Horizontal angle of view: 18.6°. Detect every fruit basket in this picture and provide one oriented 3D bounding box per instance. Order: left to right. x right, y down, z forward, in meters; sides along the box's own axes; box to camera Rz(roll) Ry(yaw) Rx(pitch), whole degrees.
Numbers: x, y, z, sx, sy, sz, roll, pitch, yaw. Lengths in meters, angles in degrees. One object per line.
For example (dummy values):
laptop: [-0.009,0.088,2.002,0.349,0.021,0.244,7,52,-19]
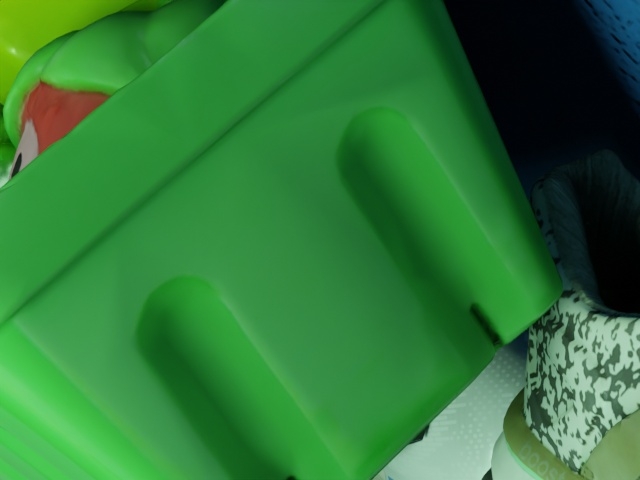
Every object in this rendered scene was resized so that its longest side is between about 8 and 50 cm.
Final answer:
fruit basket: [-0.111,-0.066,0.799,0.392,0.283,0.392,41,159,20]

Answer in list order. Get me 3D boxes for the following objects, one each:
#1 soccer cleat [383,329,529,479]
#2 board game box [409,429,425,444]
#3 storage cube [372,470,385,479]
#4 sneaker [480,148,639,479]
soccer cleat: [0.089,0.137,1.066,0.143,0.116,0.331,51,158,22]
board game box: [0.000,0.000,0.967,0.186,0.026,0.126,50,147,44]
storage cube: [0.009,0.252,1.329,0.215,0.184,0.193,33,157,38]
sneaker: [0.191,0.063,0.648,0.410,0.158,0.182,15,125,51]
